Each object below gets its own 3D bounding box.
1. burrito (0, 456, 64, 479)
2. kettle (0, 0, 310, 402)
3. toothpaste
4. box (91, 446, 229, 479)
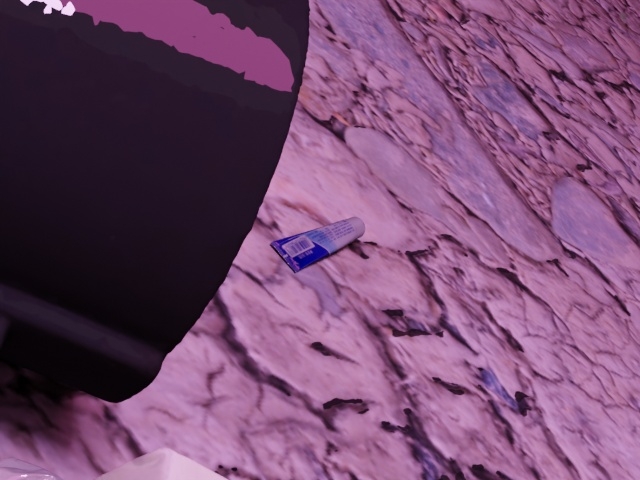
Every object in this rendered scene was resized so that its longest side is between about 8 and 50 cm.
[{"bbox_3d":[-0.054,0.147,0.472,0.203,0.064,0.064,39,26,-11],"label":"burrito"},{"bbox_3d":[-0.194,-0.057,0.506,0.308,0.262,0.203,22,-3,-27],"label":"kettle"},{"bbox_3d":[0.000,0.000,0.817,0.024,0.015,0.083,48,33,12],"label":"toothpaste"},{"bbox_3d":[0.019,0.190,0.389,0.256,0.069,0.164,37,37,-33],"label":"box"}]
